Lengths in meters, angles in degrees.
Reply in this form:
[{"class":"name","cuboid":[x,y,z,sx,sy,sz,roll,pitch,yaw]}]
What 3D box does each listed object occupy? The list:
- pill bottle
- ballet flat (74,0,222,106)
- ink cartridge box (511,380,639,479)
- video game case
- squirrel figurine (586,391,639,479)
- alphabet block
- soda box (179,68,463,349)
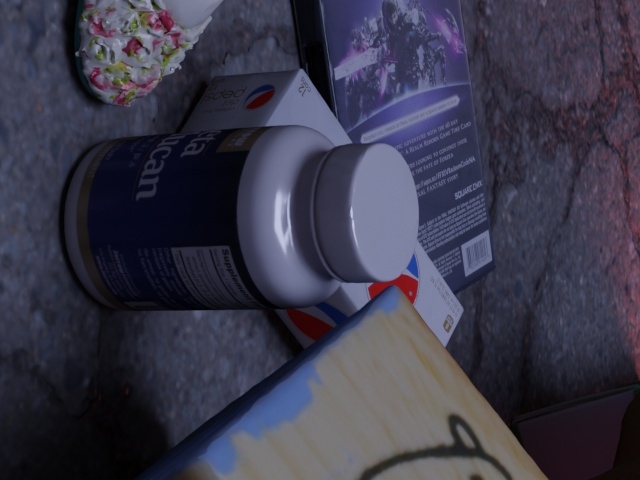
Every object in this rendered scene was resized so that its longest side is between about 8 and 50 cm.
[{"class":"pill bottle","cuboid":[-0.039,-0.011,0.924,0.094,0.169,0.094,6,83,-59]},{"class":"ballet flat","cuboid":[-0.068,-0.183,0.976,0.091,0.077,0.241,45,52,-49]},{"class":"ink cartridge box","cuboid":[0.293,0.214,1.463,0.289,0.121,0.211,-5,76,-59]},{"class":"video game case","cuboid":[0.053,-0.086,1.220,0.196,0.026,0.274,-26,110,-56]},{"class":"squirrel figurine","cuboid":[0.333,0.281,1.180,0.397,0.281,0.370,-29,99,-37]},{"class":"alphabet block","cuboid":[-0.004,0.175,0.874,0.197,0.193,0.192,52,42,1]},{"class":"soda box","cuboid":[0.000,0.000,1.065,0.216,0.069,0.074,54,51,-35]}]
